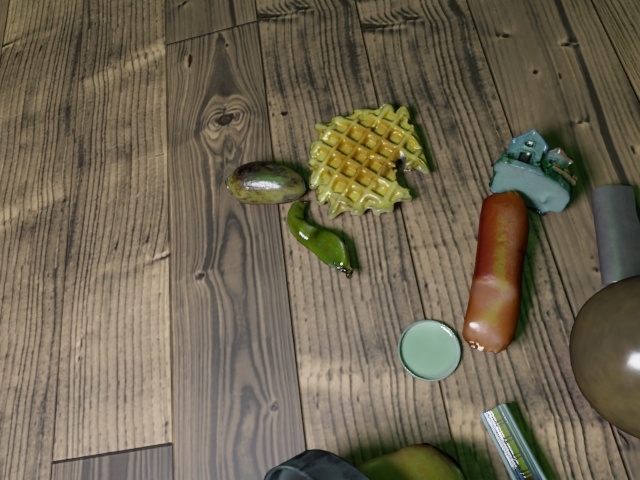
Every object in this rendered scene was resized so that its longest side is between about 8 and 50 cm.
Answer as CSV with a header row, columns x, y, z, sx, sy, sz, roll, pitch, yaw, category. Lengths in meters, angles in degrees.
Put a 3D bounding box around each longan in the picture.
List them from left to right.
x,y,z,sx,sy,sz,roll,pitch,yaw,category
0.497,0.166,0.752,0.258,0.258,0.258,-4,67,11,longan

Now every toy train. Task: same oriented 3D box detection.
x,y,z,sx,sy,sz,roll,pitch,yaw,category
0.330,0.379,0.810,0.055,0.048,0.252,-26,65,3,toy train

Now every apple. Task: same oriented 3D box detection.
x,y,z,sx,sy,sz,roll,pitch,yaw,category
0.134,0.414,0.781,0.207,0.174,0.188,-30,61,17,apple

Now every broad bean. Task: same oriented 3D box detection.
x,y,z,sx,sy,sz,roll,pitch,yaw,category
0.000,0.000,1.040,0.070,0.048,0.213,-39,62,-4,broad bean

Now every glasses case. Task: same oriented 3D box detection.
x,y,z,sx,sy,sz,roll,pitch,yaw,category
0.530,-0.007,0.932,0.072,0.042,0.190,3,68,5,glasses case

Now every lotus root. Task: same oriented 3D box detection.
x,y,z,sx,sy,sz,roll,pitch,yaw,category
-0.116,-0.120,1.097,0.179,0.080,0.089,2,70,14,lotus root

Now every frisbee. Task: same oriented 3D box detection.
x,y,z,sx,sy,sz,roll,pitch,yaw,category
0.193,0.195,0.935,0.110,0.014,0.110,-4,67,10,frisbee

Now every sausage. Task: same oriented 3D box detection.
x,y,z,sx,sy,sz,roll,pitch,yaw,category
0.313,0.052,0.932,0.089,0.083,0.300,11,73,10,sausage

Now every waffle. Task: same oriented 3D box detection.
x,y,z,sx,sy,sz,roll,pitch,yaw,category
0.091,-0.165,1.086,0.250,0.056,0.261,-13,68,7,waffle

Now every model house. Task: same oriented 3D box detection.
x,y,z,sx,sy,sz,roll,pitch,yaw,category
0.407,-0.147,0.982,0.148,0.119,0.148,20,66,19,model house

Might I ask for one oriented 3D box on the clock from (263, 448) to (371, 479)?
x,y,z,sx,sy,sz,roll,pitch,yaw,category
0.036,0.442,0.718,0.066,0.319,0.319,-22,59,-36,clock
